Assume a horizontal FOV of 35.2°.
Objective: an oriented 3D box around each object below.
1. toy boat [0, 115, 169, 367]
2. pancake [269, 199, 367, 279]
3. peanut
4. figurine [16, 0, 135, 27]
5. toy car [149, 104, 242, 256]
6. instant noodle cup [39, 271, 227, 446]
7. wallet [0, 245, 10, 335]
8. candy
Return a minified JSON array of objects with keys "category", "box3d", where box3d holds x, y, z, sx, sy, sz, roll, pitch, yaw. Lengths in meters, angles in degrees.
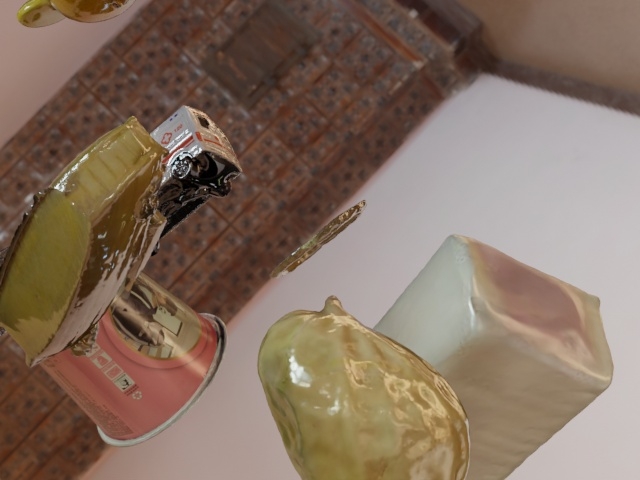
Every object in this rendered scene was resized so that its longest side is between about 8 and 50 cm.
[{"category":"toy boat","box3d":[-0.196,0.006,0.864,0.089,0.121,0.321,47,140,8]},{"category":"pancake","box3d":[-0.001,-0.001,1.582,0.021,0.199,0.199,51,176,3]},{"category":"peanut","box3d":[0.048,0.189,0.824,0.143,0.159,0.291,-24,-79,-59]},{"category":"figurine","box3d":[-0.343,-0.387,1.322,0.215,0.215,0.228,-162,53,-81]},{"category":"toy car","box3d":[-0.204,-0.071,1.265,0.089,0.210,0.108,25,-149,-54]},{"category":"instant noodle cup","box3d":[-0.294,0.116,1.369,0.255,0.244,0.244,49,174,-30]},{"category":"wallet","box3d":[-0.489,0.071,1.588,0.111,0.030,0.166,66,-157,-12]},{"category":"candy","box3d":[0.149,0.173,1.146,0.208,0.358,0.145,21,-141,-20]}]
